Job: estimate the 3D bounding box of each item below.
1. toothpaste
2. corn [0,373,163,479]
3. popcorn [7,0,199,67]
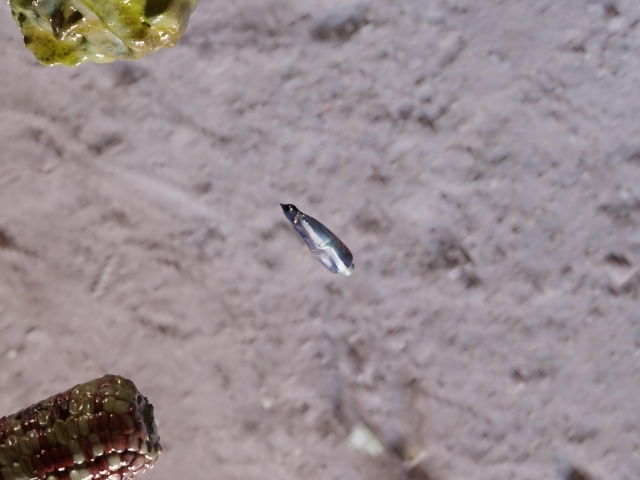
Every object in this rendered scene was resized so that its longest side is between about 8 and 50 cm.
[{"bbox_3d":[0.000,0.000,1.228,0.027,0.019,0.083,32,170,41],"label":"toothpaste"},{"bbox_3d":[-0.273,0.203,1.624,0.098,0.289,0.098,-24,-90,-89],"label":"corn"},{"bbox_3d":[-0.122,-0.191,1.209,0.142,0.173,0.173,45,137,-1],"label":"popcorn"}]
